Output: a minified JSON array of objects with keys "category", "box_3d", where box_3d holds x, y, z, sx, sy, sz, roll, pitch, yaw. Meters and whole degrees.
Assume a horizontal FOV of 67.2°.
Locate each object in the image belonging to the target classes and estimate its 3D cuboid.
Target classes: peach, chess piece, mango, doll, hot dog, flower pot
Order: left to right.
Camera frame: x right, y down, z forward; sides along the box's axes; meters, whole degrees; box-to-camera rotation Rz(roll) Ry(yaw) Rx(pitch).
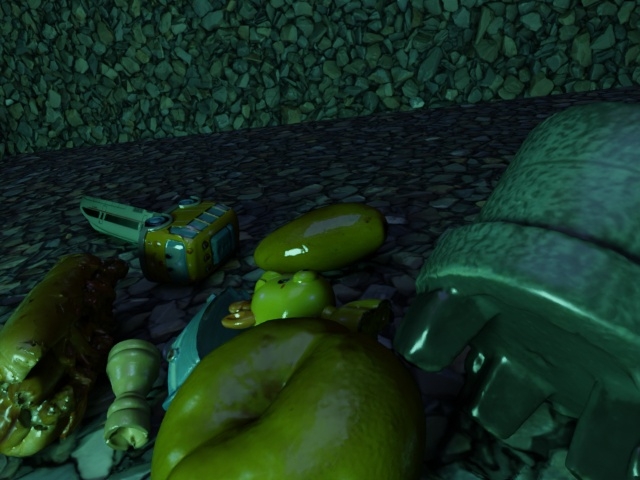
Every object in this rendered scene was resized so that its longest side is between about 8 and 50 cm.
[{"category":"hot dog","box_3d":[-0.336,0.128,0.657,0.116,0.159,0.349,6,16,-14]},{"category":"chess piece","box_3d":[-0.225,0.184,0.576,0.066,0.066,0.122,-12,38,-9]},{"category":"peach","box_3d":[-0.032,0.175,0.434,0.250,0.153,0.251,-12,22,5]},{"category":"doll","box_3d":[-0.017,0.103,0.623,0.220,0.136,0.142,10,20,31]},{"category":"mango","box_3d":[0.000,0.000,0.882,0.253,0.113,0.138,-16,27,1]},{"category":"flower pot","box_3d":[0.246,0.068,0.433,0.299,0.299,0.283,21,68,49]}]

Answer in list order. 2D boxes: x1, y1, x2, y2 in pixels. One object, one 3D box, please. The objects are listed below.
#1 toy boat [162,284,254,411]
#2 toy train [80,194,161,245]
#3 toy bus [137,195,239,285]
[{"category":"toy boat","box_3d":[-0.156,0.148,0.651,0.102,0.088,0.215,-37,14,23]},{"category":"toy train","box_3d":[-0.490,-0.048,1.186,0.406,0.088,0.086,13,-4,41]},{"category":"toy bus","box_3d":[-0.248,0.002,0.950,0.136,0.126,0.209,9,27,17]}]
